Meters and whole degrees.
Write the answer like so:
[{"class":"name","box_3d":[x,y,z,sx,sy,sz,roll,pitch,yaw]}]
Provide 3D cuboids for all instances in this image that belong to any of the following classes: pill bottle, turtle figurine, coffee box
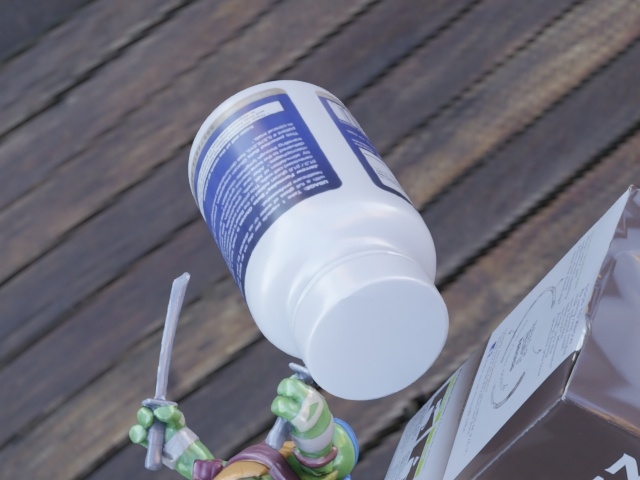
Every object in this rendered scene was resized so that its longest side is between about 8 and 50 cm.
[{"class":"pill bottle","box_3d":[0.000,0.000,0.861,0.094,0.094,0.169,-27,38,-2]},{"class":"turtle figurine","box_3d":[-0.087,0.146,1.297,0.198,0.274,0.266,13,32,30]},{"class":"coffee box","box_3d":[0.122,0.100,0.730,0.141,0.246,0.098,26,58,-3]}]
